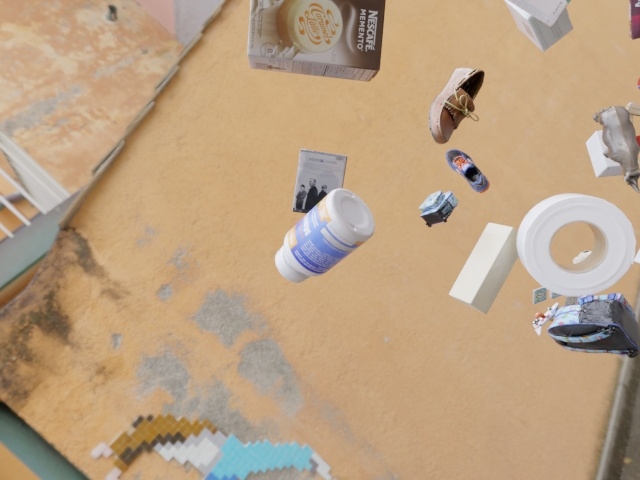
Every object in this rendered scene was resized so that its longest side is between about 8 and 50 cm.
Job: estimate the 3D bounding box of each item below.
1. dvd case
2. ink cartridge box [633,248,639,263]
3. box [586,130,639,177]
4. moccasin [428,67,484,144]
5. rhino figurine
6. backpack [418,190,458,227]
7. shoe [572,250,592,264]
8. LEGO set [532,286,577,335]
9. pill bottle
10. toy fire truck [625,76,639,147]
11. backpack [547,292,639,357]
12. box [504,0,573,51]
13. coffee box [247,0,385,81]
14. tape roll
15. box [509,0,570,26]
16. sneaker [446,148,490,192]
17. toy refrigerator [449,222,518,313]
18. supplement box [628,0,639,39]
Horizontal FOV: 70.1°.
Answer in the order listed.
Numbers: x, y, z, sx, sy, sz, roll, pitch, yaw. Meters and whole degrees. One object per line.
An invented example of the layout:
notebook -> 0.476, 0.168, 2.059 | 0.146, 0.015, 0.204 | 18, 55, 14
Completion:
dvd case -> -0.004, -0.215, 1.730 | 0.029, 0.179, 0.238 | -97, 15, -79
ink cartridge box -> 0.799, -0.009, 1.003 | 0.127, 0.072, 0.175 | -81, 13, -81
box -> 1.192, -0.357, 1.868 | 0.091, 0.130, 0.170 | 77, -170, -70
moccasin -> 0.516, -0.506, 1.703 | 0.147, 0.139, 0.380 | 5, 48, 42
rhino figurine -> 0.781, -0.237, 1.182 | 0.073, 0.243, 0.106 | -17, -5, 18
backpack -> 0.387, -0.113, 1.488 | 0.114, 0.084, 0.105 | -43, 9, -25
shoe -> 1.010, 0.055, 1.677 | 0.077, 0.058, 0.219 | -15, -6, -10
LEGO set -> 0.861, 0.242, 1.650 | 0.182, 0.244, 0.060 | -20, 40, 0
pill bottle -> 0.000, 0.000, 1.192 | 0.272, 0.152, 0.152 | -40, 5, 36
toy fire truck -> 0.865, -0.346, 1.211 | 0.135, 0.192, 0.047 | -19, 5, 11
backpack -> 0.657, 0.207, 1.113 | 0.173, 0.158, 0.117 | -17, 43, 48
box -> 0.747, -0.788, 1.572 | 0.119, 0.181, 0.182 | -37, 50, 24
coffee box -> -0.009, -0.397, 0.873 | 0.098, 0.247, 0.141 | -132, 46, -83
tape roll -> 0.713, 0.011, 1.286 | 0.286, 0.286, 0.100 | -46, -2, 15
box -> 0.658, -0.854, 1.410 | 0.232, 0.322, 0.058 | -56, -5, 12
sneaker -> 0.570, -0.283, 1.773 | 0.083, 0.221, 0.087 | -45, -26, 13
toy refrigerator -> 0.531, 0.087, 1.443 | 0.269, 0.094, 0.102 | -60, 27, -4
supplement box -> 0.704, -0.552, 0.929 | 0.130, 0.239, 0.073 | -3, 25, 32
